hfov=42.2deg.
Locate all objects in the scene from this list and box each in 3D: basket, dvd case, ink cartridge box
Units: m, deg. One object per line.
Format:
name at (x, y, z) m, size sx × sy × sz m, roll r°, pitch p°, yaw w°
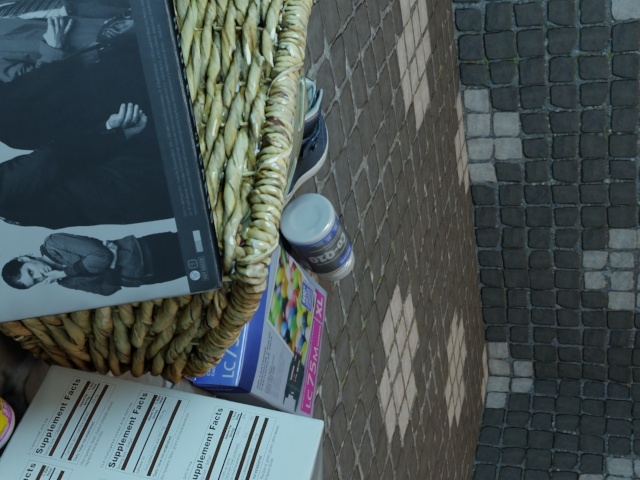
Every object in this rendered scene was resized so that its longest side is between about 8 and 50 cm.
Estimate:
basket at (-0.097, -0.051, 0.627) m, size 0.213 × 0.223 × 0.299 m, roll 67°, pitch 24°, yaw -56°
dvd case at (-0.181, -0.041, 0.411) m, size 0.029 × 0.239 × 0.179 m, roll -103°, pitch -175°, yaw -68°
ink cartridge box at (-0.070, 0.103, 0.991) m, size 0.311 × 0.065 × 0.186 m, roll 46°, pitch 47°, yaw -61°

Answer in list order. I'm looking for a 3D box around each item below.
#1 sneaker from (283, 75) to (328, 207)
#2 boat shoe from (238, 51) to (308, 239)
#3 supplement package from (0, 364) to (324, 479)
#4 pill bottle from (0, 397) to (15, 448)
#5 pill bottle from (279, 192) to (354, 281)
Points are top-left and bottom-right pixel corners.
sneaker at (-0.030, -0.145, 0.984) m, size 0.226 × 0.086 × 0.163 m, roll -65°, pitch 173°, yaw -50°
boat shoe at (-0.070, -0.152, 0.806) m, size 0.103 × 0.113 × 0.302 m, roll 5°, pitch 93°, yaw -75°
supplement package at (-0.111, 0.219, 0.595) m, size 0.194 × 0.203 × 0.149 m, roll 90°, pitch 13°, yaw -47°
pill bottle at (-0.236, 0.105, 0.532) m, size 0.083 × 0.043 × 0.043 m, roll 66°, pitch 31°, yaw -50°
pill bottle at (0.000, 0.000, 1.158) m, size 0.137 × 0.078 × 0.078 m, roll 57°, pitch 38°, yaw -57°
